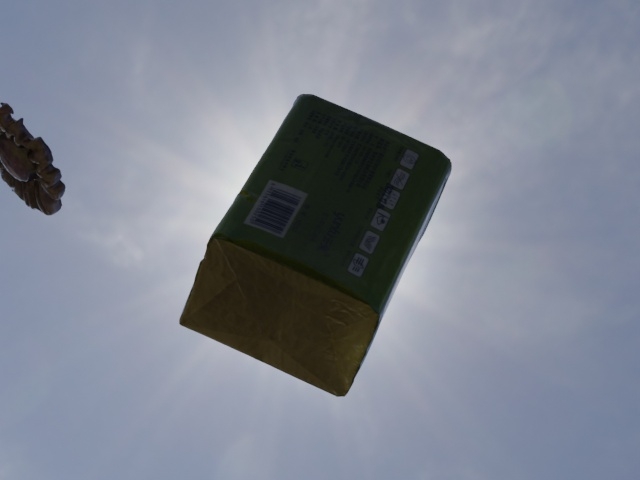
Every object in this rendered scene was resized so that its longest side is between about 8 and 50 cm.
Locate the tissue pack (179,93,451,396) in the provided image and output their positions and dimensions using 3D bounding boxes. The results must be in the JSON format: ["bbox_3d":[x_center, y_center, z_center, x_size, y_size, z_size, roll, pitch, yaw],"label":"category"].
[{"bbox_3d":[0.000,0.000,1.637,0.200,0.274,0.167,25,-47,3],"label":"tissue pack"}]

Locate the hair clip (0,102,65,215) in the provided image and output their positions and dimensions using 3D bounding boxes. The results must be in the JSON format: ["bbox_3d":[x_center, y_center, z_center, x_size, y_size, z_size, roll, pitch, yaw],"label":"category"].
[{"bbox_3d":[-0.394,-0.103,1.978,0.173,0.069,0.300,47,-8,1],"label":"hair clip"}]
